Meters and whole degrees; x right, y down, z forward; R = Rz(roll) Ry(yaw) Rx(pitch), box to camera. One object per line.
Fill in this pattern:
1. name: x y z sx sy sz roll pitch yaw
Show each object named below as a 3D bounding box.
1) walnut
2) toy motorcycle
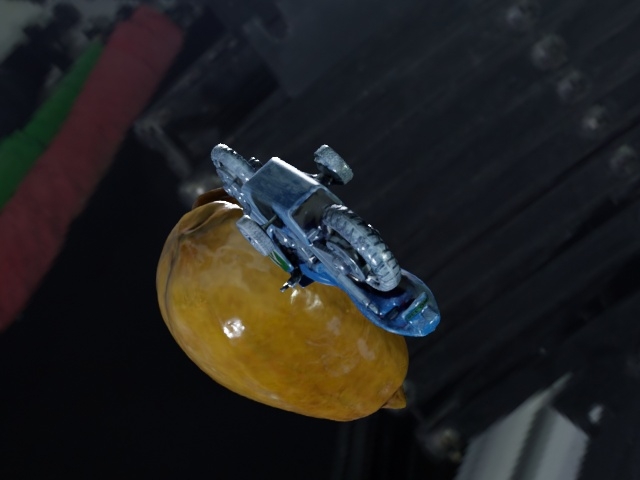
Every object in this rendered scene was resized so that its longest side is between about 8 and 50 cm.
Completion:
1. walnut: -0.026 0.082 1.451 0.209 0.336 0.209 -35 -149 24
2. toy motorcycle: 0.000 0.000 1.100 0.092 0.135 0.254 -44 -145 -10
